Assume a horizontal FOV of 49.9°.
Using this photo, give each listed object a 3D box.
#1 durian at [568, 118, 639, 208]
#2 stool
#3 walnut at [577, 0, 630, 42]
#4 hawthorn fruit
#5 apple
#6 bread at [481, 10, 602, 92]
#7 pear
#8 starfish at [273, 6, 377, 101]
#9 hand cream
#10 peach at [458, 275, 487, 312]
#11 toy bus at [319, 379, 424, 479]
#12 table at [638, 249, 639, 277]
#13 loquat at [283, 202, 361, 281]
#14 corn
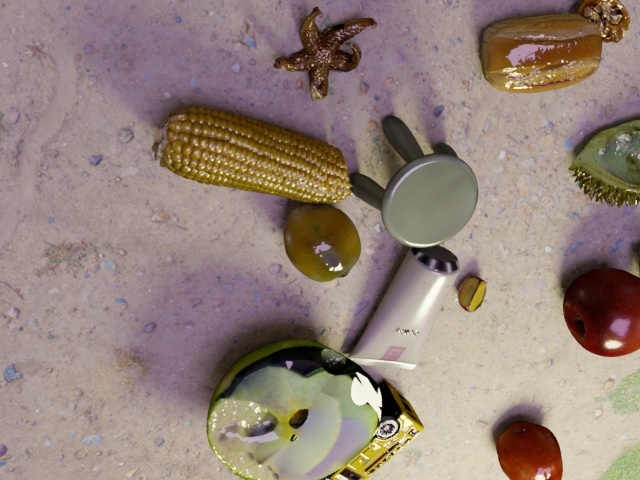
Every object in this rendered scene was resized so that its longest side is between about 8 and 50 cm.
[{"bbox_3d":[0.748,-0.190,1.574,0.395,0.163,0.198,-27,85,-6],"label":"durian"},{"bbox_3d":[0.187,-0.111,1.367,0.195,0.198,0.195,23,109,-25],"label":"stool"},{"bbox_3d":[0.563,-0.450,1.364,0.121,0.052,0.091,39,145,-28],"label":"walnut"},{"bbox_3d":[0.587,0.612,1.912,0.185,0.202,0.185,-9,130,-11],"label":"hawthorn fruit"},{"bbox_3d":[0.711,0.176,1.685,0.201,0.218,0.218,-26,124,-11],"label":"apple"},{"bbox_3d":[0.432,-0.364,1.336,0.237,0.106,0.139,-10,125,-5],"label":"bread"},{"bbox_3d":[-0.075,0.369,1.582,0.399,0.165,0.398,-8,121,-13],"label":"pear"},{"bbox_3d":[0.010,-0.350,1.242,0.190,0.074,0.146,-41,124,9],"label":"starfish"},{"bbox_3d":[0.201,0.168,1.592,0.186,0.118,0.358,8,123,-21],"label":"hand cream"},{"bbox_3d":[0.359,0.124,1.643,0.077,0.050,0.083,-32,137,-25],"label":"peach"},{"bbox_3d":[0.093,0.518,1.735,0.331,0.145,0.151,-43,124,9],"label":"toy bus"},{"bbox_3d":[0.883,0.109,1.741,0.167,0.167,0.226,-21,118,-5],"label":"table"},{"bbox_3d":[0.000,0.000,1.408,0.152,0.152,0.195,-36,115,5],"label":"loquat"},{"bbox_3d":[-0.118,-0.157,1.283,0.388,0.144,0.143,7,117,-26],"label":"corn"}]
